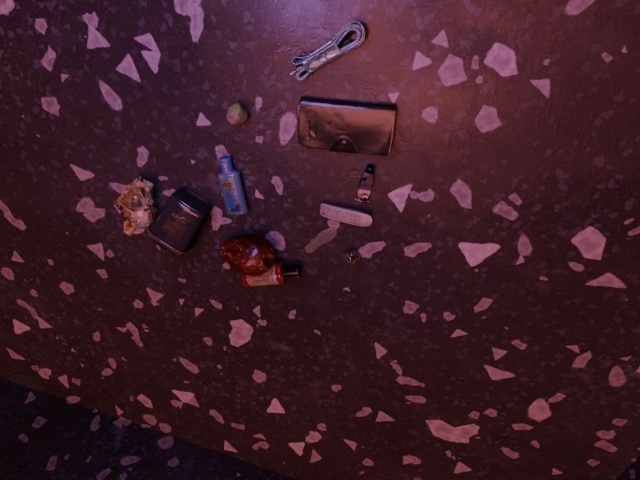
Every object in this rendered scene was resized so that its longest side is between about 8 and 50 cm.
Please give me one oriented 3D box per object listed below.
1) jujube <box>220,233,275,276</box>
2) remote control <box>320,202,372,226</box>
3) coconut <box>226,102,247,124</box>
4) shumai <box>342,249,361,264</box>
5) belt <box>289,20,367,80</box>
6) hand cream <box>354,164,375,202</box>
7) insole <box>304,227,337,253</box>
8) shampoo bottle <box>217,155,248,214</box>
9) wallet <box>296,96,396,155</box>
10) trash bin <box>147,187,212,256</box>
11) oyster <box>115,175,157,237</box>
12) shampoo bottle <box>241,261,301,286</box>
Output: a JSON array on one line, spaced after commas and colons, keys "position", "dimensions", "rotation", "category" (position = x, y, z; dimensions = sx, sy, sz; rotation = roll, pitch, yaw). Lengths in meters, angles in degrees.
[{"position": [-0.331, 0.059, 1.927], "dimensions": [0.256, 0.190, 0.189], "rotation": [10, 121, 21], "category": "jujube"}, {"position": [0.109, -0.112, 1.802], "dimensions": [0.229, 0.044, 0.073], "rotation": [15, 138, 14], "category": "remote control"}, {"position": [-0.327, -0.490, 1.672], "dimensions": [0.082, 0.081, 0.083], "rotation": [11, 87, 19], "category": "coconut"}, {"position": [0.136, 0.085, 1.883], "dimensions": [0.083, 0.080, 0.082], "rotation": [25, 123, -4], "category": "shumai"}, {"position": [0.022, -0.661, 1.494], "dimensions": [0.303, 0.072, 0.087], "rotation": [-23, 115, 22], "category": "belt"}, {"position": [0.184, -0.227, 1.724], "dimensions": [0.062, 0.039, 0.163], "rotation": [15, 127, 3], "category": "hand cream"}, {"position": [0.000, 0.000, 1.913], "dimensions": [0.188, 0.004, 0.064], "rotation": [-38, 104, 28], "category": "insole"}, {"position": [-0.383, -0.235, 1.839], "dimensions": [0.104, 0.061, 0.258], "rotation": [-1, 118, 15], "category": "shampoo bottle"}, {"position": [0.092, -0.429, 1.620], "dimensions": [0.378, 0.051, 0.197], "rotation": [9, 120, 10], "category": "wallet"}, {"position": [-0.637, -0.073, 1.929], "dimensions": [0.210, 0.182, 0.290], "rotation": [36, 115, -7], "category": "trash bin"}, {"position": [-0.833, -0.157, 1.982], "dimensions": [0.355, 0.107, 0.201], "rotation": [-36, 86, 40], "category": "oyster"}, {"position": [-0.223, 0.154, 1.996], "dimensions": [0.278, 0.104, 0.104], "rotation": [-7, 117, 17], "category": "shampoo bottle"}]
